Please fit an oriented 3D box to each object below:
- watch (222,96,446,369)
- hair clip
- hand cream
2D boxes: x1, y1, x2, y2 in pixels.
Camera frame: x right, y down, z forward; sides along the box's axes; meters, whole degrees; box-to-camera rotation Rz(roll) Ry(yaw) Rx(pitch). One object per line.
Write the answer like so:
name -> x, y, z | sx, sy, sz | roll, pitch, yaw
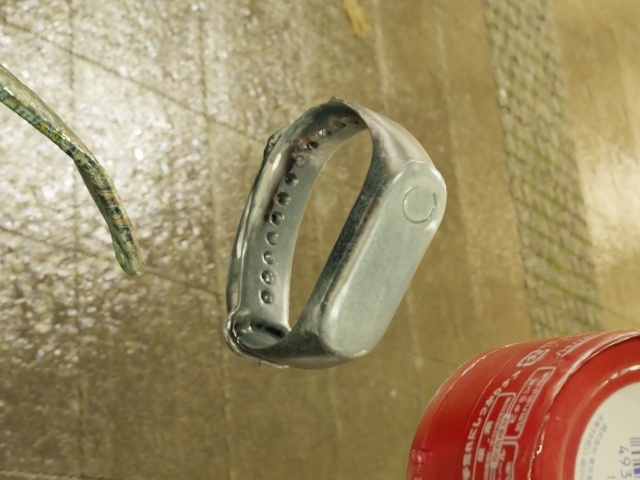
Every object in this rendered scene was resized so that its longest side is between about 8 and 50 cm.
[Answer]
watch -> 0.000, 0.000, 0.894 | 0.068, 0.193, 0.206 | 24, 89, -31
hair clip -> -0.183, -0.060, 0.857 | 0.036, 0.066, 0.229 | -40, 125, -9
hand cream -> 0.184, 0.171, 0.816 | 0.230, 0.149, 0.230 | 5, 78, -24
